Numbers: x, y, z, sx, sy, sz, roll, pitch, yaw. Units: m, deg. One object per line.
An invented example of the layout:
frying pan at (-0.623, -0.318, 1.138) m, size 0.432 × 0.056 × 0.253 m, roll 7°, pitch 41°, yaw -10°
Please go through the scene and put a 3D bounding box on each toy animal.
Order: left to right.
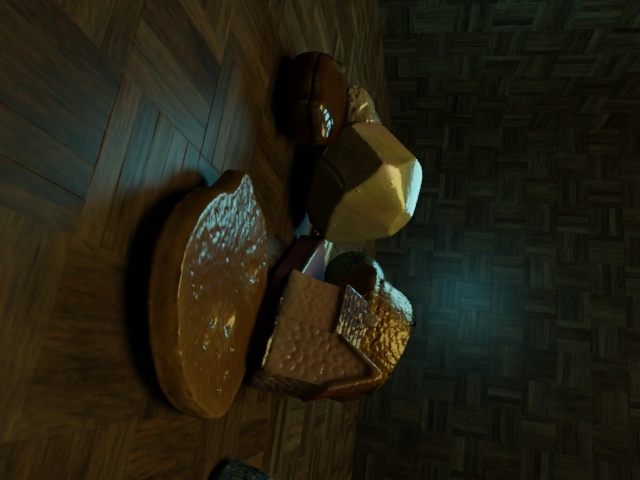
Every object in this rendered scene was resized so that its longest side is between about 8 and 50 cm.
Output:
toy animal at (0.115, -0.324, 1.516) m, size 0.226 × 0.189 × 0.357 m, roll -55°, pitch 157°, yaw -74°

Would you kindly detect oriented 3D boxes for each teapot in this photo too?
teapot at (-0.134, 0.510, 0.853) m, size 0.232 × 0.159 × 0.158 m, roll -13°, pitch 107°, yaw -76°

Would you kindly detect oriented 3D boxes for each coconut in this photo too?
coconut at (0.113, -0.145, 1.258) m, size 0.353 × 0.353 × 0.352 m, roll 5°, pitch 90°, yaw -77°

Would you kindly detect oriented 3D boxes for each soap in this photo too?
soap at (-0.053, 0.112, 1.193) m, size 0.259 × 0.081 × 0.180 m, roll -61°, pitch 154°, yaw -62°

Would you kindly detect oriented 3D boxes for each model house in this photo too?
model house at (-0.006, 0.221, 0.957) m, size 0.202 × 0.238 × 0.236 m, roll 119°, pitch -11°, yaw -53°

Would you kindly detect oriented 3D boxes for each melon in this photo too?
melon at (0.120, 0.184, 1.605) m, size 0.237 × 0.238 × 0.301 m, roll -68°, pitch 161°, yaw -51°

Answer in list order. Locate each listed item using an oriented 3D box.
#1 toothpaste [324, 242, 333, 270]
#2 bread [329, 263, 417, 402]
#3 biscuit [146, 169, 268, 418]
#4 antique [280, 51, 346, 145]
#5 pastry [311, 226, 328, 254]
toothpaste at (0.008, 0.050, 1.499) m, size 0.056 × 0.058 × 0.314 m, roll -27°, pitch -140°, yaw 52°
bread at (0.069, 0.252, 1.232) m, size 0.398 × 0.215 × 0.398 m, roll -57°, pitch -173°, yaw 11°
biscuit at (-0.168, 0.086, 0.737) m, size 0.365 × 0.063 × 0.384 m, roll -68°, pitch 161°, yaw -56°
antique at (-0.014, -0.343, 1.095) m, size 0.223 × 0.129 × 0.278 m, roll 81°, pitch 19°, yaw -46°
pastry at (0.000, 0.000, 1.440) m, size 0.080 × 0.056 × 0.140 m, roll 70°, pitch 33°, yaw -44°
